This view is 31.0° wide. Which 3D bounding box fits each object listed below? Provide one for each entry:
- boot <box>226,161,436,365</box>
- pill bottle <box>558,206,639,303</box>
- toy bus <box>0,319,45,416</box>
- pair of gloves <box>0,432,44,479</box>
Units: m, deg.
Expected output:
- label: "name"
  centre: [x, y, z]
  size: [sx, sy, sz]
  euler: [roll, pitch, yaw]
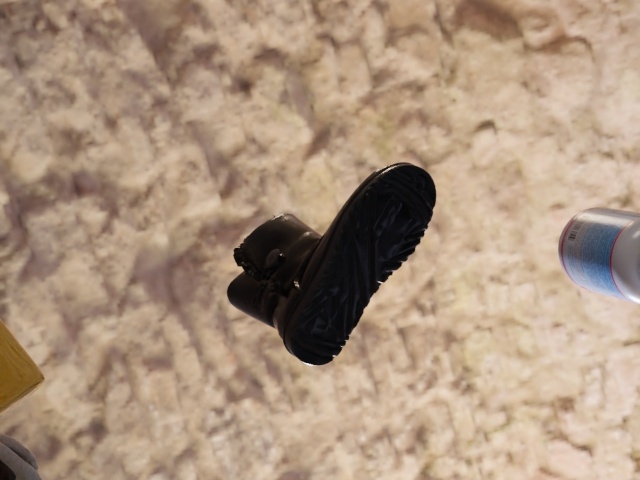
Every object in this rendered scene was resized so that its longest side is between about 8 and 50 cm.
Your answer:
- label: "boot"
  centre: [0.000, 0.000, 1.278]
  size: [0.094, 0.246, 0.207]
  euler: [30, -177, -31]
- label: "pill bottle"
  centre: [0.304, 0.016, 1.114]
  size: [0.160, 0.087, 0.087]
  euler: [-160, 55, -72]
- label: "toy bus"
  centre: [-0.348, 0.011, 0.780]
  size: [0.332, 0.130, 0.108]
  euler: [52, -155, -1]
- label: "pair of gloves"
  centre: [-0.365, 0.283, 1.090]
  size: [0.204, 0.240, 0.042]
  euler: [54, 180, -22]
